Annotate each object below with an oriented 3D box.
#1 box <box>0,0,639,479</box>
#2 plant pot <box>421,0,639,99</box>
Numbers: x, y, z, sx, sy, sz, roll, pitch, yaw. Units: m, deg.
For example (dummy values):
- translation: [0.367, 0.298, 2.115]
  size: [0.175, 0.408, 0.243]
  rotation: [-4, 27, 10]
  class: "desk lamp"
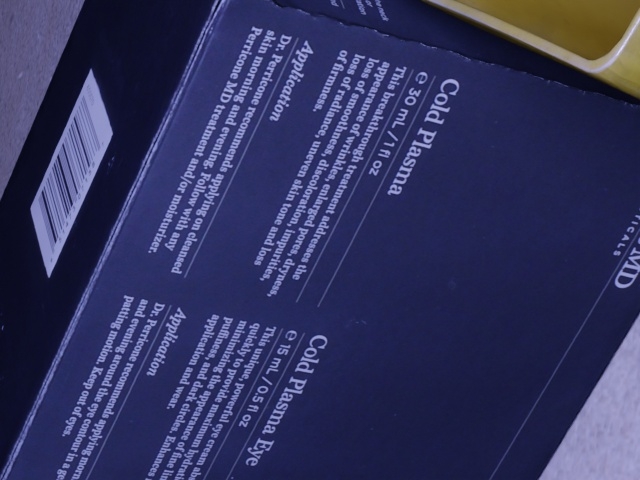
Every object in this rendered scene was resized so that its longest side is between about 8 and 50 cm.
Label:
- translation: [0.000, 0.000, 1.109]
  size: [0.343, 0.313, 0.179]
  rotation: [-62, 29, 26]
  class: "box"
- translation: [0.196, -0.145, 0.900]
  size: [0.212, 0.187, 0.212]
  rotation: [-59, 28, 4]
  class: "plant pot"
